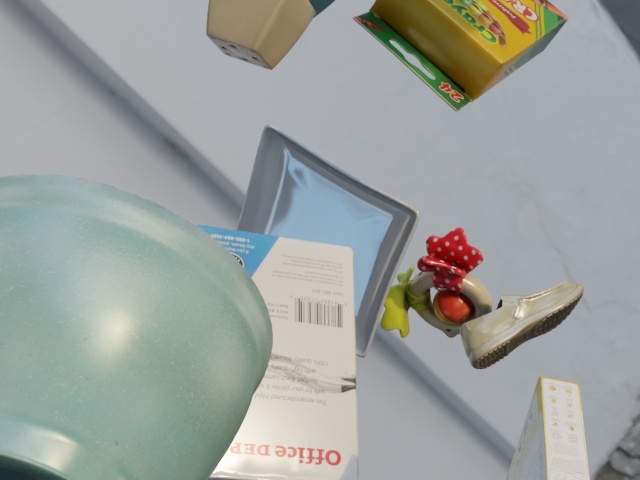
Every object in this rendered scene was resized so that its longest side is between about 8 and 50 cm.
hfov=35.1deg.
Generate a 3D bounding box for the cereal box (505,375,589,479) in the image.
[{"bbox_3d":[0.209,0.270,0.944,0.240,0.047,0.173,-76,-4,-55],"label":"cereal box"}]

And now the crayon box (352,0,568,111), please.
[{"bbox_3d":[0.210,-0.319,1.455,0.318,0.202,0.081,-39,-11,-49],"label":"crayon box"}]

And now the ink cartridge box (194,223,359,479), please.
[{"bbox_3d":[-0.079,0.156,1.262,0.129,0.223,0.307,137,138,-58],"label":"ink cartridge box"}]

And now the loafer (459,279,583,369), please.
[{"bbox_3d":[0.371,0.136,1.873,0.268,0.102,0.092,-27,63,-19],"label":"loafer"}]

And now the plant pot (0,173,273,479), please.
[{"bbox_3d":[-0.196,0.124,0.751,0.293,0.293,0.196,-26,34,32],"label":"plant pot"}]

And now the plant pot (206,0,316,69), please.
[{"bbox_3d":[-0.084,-0.279,1.271,0.109,0.109,0.096,21,84,17],"label":"plant pot"}]

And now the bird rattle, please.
[{"bbox_3d":[0.242,0.094,1.952,0.253,0.207,0.143,-41,18,38],"label":"bird rattle"}]

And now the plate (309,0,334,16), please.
[{"bbox_3d":[-0.035,-0.331,1.427,0.188,0.024,0.188,-34,0,0],"label":"plate"}]

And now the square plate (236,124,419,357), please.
[{"bbox_3d":[0.000,0.000,1.898,0.049,0.344,0.347,-32,-32,-50],"label":"square plate"}]
